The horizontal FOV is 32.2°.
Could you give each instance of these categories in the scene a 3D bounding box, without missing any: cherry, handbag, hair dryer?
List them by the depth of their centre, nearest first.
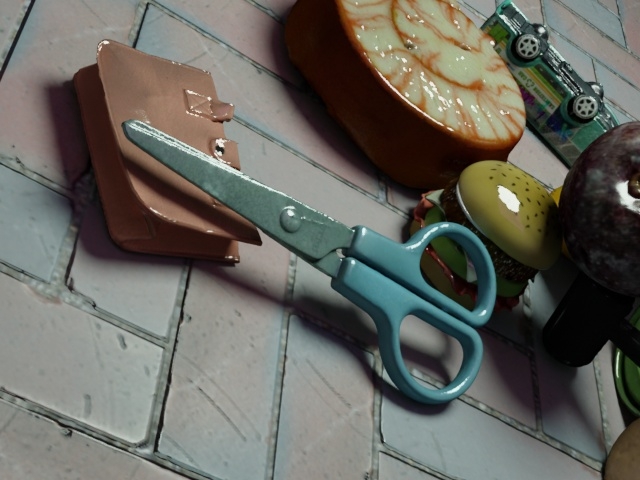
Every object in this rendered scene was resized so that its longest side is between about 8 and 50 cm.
[{"bbox_3d":[-0.142,-0.085,1.057,0.157,0.059,0.212,10,51,-41],"label":"handbag"},{"bbox_3d":[0.350,-0.026,1.205,0.195,0.195,0.195,26,41,-25],"label":"cherry"},{"bbox_3d":[0.364,0.144,1.242,0.071,0.114,0.248,-18,54,-45],"label":"hair dryer"}]

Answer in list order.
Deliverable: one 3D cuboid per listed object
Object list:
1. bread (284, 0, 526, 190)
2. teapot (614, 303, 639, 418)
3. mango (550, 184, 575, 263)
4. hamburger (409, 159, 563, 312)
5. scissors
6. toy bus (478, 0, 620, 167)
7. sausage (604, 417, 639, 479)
[{"bbox_3d":[0.107,-0.211,1.371,0.295,0.114,0.327,-16,69,-50],"label":"bread"},{"bbox_3d":[0.561,0.166,1.363,0.337,0.270,0.200,29,-5,-25],"label":"teapot"},{"bbox_3d":[0.413,-0.001,1.428,0.257,0.187,0.138,26,60,-39],"label":"mango"},{"bbox_3d":[0.195,-0.015,1.257,0.175,0.137,0.175,28,37,-23],"label":"hamburger"},{"bbox_3d":[0.000,0.000,1.060,0.447,0.029,0.192,31,65,-27],"label":"scissors"},{"bbox_3d":[0.326,-0.224,1.600,0.261,0.109,0.091,47,35,-2],"label":"toy bus"},{"bbox_3d":[0.444,0.297,1.220,0.253,0.123,0.123,32,39,-19],"label":"sausage"}]
